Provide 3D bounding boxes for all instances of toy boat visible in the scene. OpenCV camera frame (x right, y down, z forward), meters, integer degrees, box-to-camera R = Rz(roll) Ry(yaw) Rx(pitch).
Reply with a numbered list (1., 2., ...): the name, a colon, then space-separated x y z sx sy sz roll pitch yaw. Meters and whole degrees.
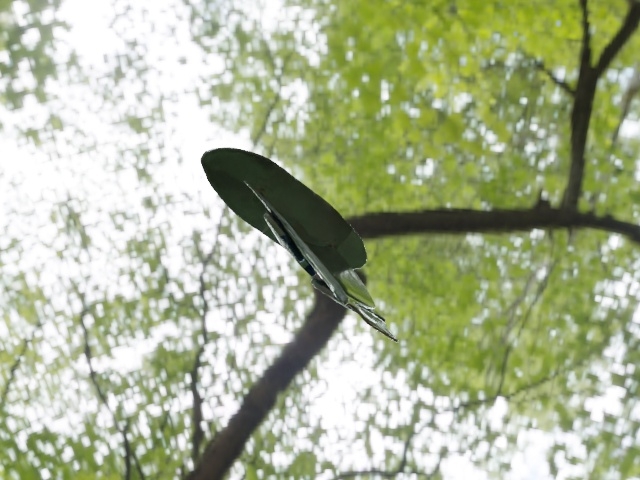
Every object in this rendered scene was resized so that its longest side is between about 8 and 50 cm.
1. toy boat: 0.002 0.001 0.545 0.149 0.105 0.034 38 -85 34
